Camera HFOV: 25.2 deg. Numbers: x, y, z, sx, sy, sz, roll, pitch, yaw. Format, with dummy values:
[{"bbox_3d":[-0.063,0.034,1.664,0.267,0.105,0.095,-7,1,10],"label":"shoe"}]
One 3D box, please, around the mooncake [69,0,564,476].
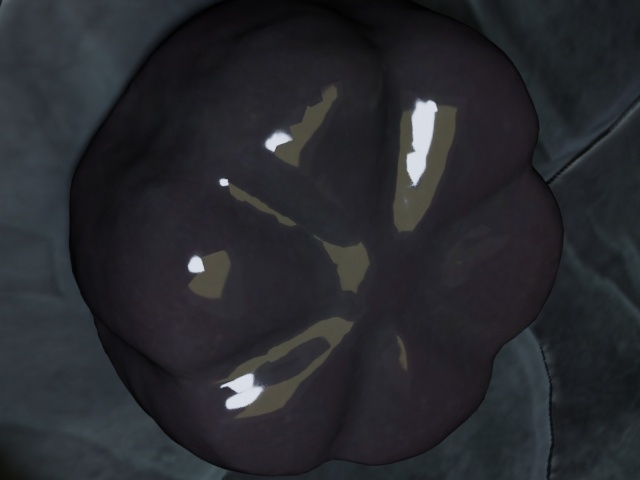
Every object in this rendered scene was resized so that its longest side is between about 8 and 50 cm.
[{"bbox_3d":[0.000,0.000,0.688,0.245,0.133,0.245,-12,116,-26],"label":"mooncake"}]
